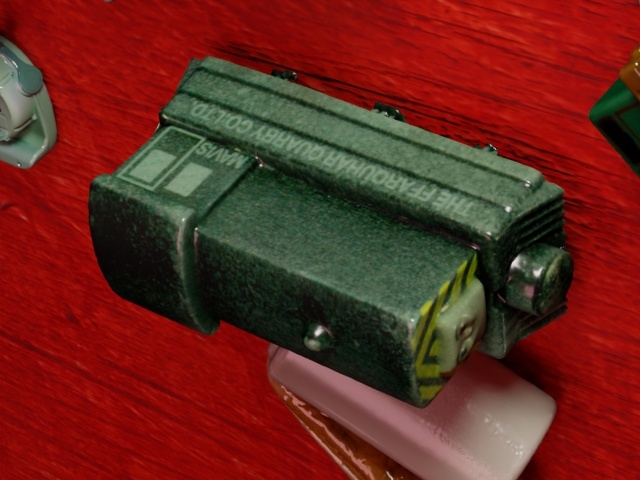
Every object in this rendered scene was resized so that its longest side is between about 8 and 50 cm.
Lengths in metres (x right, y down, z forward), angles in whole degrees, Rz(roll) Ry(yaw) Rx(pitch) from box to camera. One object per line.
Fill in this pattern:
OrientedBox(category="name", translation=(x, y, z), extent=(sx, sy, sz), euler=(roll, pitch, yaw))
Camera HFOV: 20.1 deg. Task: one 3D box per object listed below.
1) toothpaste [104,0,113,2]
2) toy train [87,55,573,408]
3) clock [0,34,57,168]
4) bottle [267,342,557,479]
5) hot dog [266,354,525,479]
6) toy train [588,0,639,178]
OrientedBox(category="toothpaste", translation=(-0.106, -0.203, 1.212), extent=(0.197, 0.035, 0.057), euler=(-7, 113, 52))
OrientedBox(category="toy train", translation=(0.000, 0.000, 1.200), extent=(0.330, 0.178, 0.138), euler=(22, 140, 29))
OrientedBox(category="clock", translation=(-0.268, -0.126, 1.451), extent=(0.101, 0.041, 0.135), euler=(23, 141, 26))
OrientedBox(category="bottle", translation=(0.044, 0.091, 1.301), extent=(0.245, 0.104, 0.104), euler=(35, 145, 3))
OrientedBox(category="hot dog", translation=(0.064, 0.154, 1.388), extent=(0.249, 0.102, 0.076), euler=(42, -173, 5))
OrientedBox(category="toy train", translation=(0.239, -0.050, 0.988), extent=(0.227, 0.091, 0.136), euler=(48, 156, -10))
